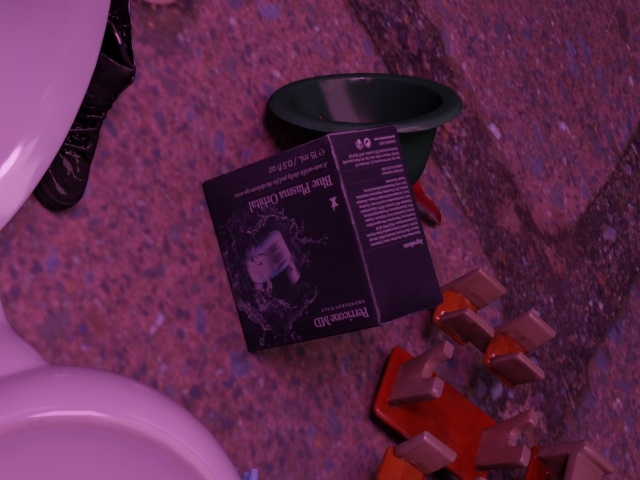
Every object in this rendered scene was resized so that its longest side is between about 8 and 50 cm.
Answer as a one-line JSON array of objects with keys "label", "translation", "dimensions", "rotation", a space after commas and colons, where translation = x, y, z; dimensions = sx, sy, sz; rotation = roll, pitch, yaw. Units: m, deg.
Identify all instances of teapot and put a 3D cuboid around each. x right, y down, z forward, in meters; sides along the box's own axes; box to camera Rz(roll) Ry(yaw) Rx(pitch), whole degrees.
[{"label": "teapot", "translation": [-0.162, 0.192, 0.621], "dimensions": [0.252, 0.187, 0.256], "rotation": [29, 82, -17]}]

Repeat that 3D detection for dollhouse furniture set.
[{"label": "dollhouse furniture set", "translation": [0.156, 0.207, 1.029], "dimensions": [0.259, 0.135, 0.262], "rotation": [39, 50, -18]}]

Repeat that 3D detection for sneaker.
[{"label": "sneaker", "translation": [-0.176, -0.114, 0.766], "dimensions": [0.051, 0.089, 0.170], "rotation": [15, 66, -44]}]

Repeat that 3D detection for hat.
[{"label": "hat", "translation": [0.053, -0.054, 1.001], "dimensions": [0.208, 0.173, 0.183], "rotation": [-6, 117, -13]}]

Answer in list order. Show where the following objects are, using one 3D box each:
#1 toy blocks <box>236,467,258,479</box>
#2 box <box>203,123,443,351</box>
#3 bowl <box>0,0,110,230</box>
[{"label": "toy blocks", "translation": [-0.043, 0.264, 0.815], "dimensions": [0.123, 0.054, 0.148], "rotation": [28, 57, -39]}, {"label": "box", "translation": [0.000, 0.000, 0.872], "dimensions": [0.093, 0.156, 0.158], "rotation": [-15, 89, -48]}, {"label": "bowl", "translation": [-0.256, -0.120, 0.594], "dimensions": [0.134, 0.298, 0.298], "rotation": [26, 47, 9]}]
